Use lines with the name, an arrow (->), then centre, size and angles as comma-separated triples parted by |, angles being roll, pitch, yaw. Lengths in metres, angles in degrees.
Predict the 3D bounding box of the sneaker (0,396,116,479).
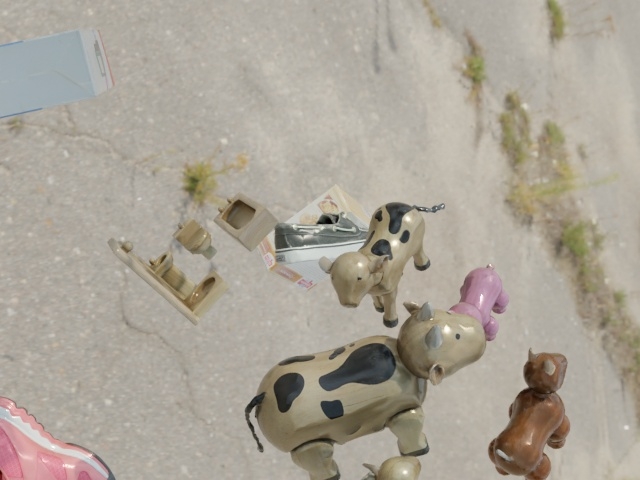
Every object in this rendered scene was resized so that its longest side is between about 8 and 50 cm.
sneaker -> -0.518, 0.422, 1.509 | 0.314, 0.116, 0.136 | 37, 45, -12

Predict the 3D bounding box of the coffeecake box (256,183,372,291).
coffeecake box -> 0.000, 0.000, 1.507 | 0.142, 0.185, 0.068 | 33, 25, -56

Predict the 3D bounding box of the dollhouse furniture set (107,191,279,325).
dollhouse furniture set -> -0.152, -0.016, 0.961 | 0.151, 0.144, 0.123 | -48, 114, -6

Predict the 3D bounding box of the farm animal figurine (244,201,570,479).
farm animal figurine -> 0.070, 0.111, 0.813 | 0.326, 0.330, 0.172 | -31, 139, -9

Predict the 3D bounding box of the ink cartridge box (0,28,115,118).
ink cartridge box -> -0.327, -0.202, 0.995 | 0.231, 0.134, 0.078 | -121, -162, -74

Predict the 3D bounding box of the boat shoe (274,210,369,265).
boat shoe -> 0.025, -0.009, 1.262 | 0.219, 0.077, 0.070 | -7, 90, -40
